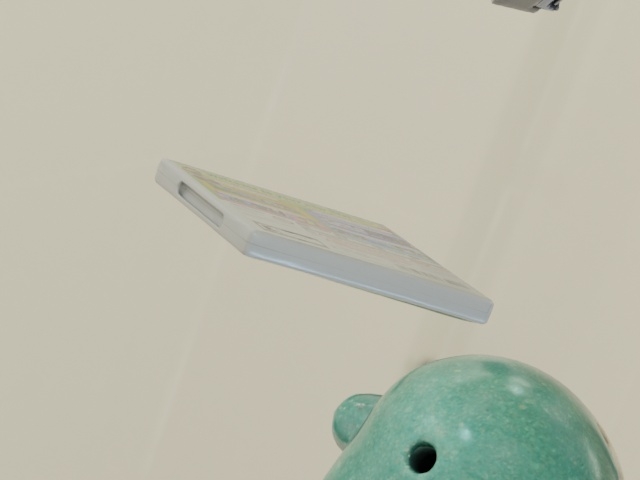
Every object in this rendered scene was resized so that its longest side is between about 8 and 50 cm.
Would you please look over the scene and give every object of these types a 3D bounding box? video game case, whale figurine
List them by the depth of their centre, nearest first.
[{"bbox_3d":[0.044,0.174,1.179,0.141,0.272,0.216,45,19,-54],"label":"whale figurine"},{"bbox_3d":[0.000,0.000,1.511,0.212,0.023,0.193,16,10,-28],"label":"video game case"}]

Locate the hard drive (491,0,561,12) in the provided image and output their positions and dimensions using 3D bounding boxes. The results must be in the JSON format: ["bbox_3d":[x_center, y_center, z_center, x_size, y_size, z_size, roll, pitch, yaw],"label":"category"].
[{"bbox_3d":[0.210,-0.370,1.558,0.064,0.339,0.237,9,-12,-13],"label":"hard drive"}]
